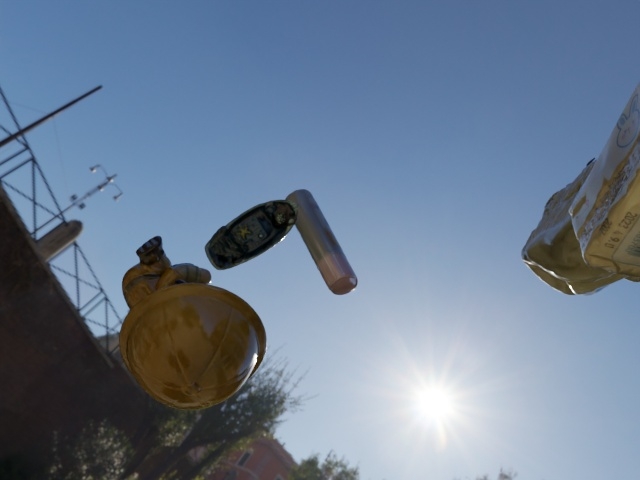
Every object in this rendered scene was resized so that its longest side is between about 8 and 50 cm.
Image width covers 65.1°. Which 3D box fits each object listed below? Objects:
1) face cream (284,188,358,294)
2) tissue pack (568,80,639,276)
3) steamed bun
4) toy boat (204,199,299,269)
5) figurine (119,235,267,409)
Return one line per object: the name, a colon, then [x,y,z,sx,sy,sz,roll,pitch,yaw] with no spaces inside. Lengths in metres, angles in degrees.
face cream: [0.000,0.000,0.883,0.198,0.057,0.084,60,7,27]
tissue pack: [0.286,-0.064,0.343,0.148,0.092,0.196,11,-47,3]
steamed bun: [0.604,-0.025,1.024,0.237,0.394,0.347,40,-74,9]
toy boat: [-0.088,-0.011,0.659,0.060,0.137,0.061,60,-6,-1]
figurine: [-0.196,0.121,0.696,0.256,0.167,0.193,31,-36,44]
